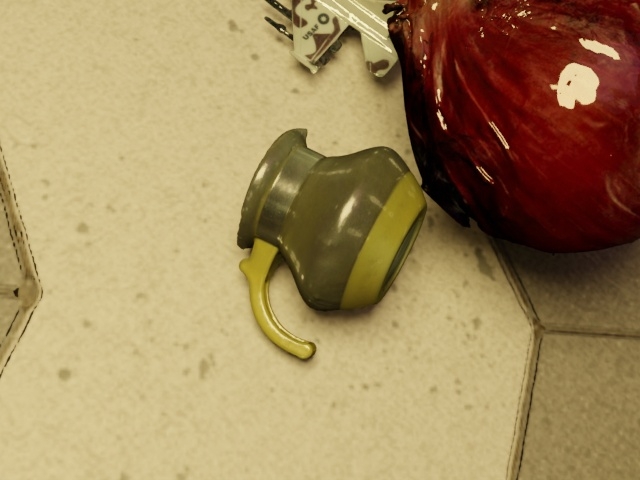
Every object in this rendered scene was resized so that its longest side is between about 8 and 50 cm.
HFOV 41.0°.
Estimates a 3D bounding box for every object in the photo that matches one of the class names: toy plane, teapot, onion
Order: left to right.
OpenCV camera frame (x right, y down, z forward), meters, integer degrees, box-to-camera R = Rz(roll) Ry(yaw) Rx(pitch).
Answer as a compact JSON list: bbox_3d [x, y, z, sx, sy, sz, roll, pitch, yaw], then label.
[{"bbox_3d":[0.000,-0.226,0.767,0.234,0.082,0.160,32,68,16],"label":"toy plane"},{"bbox_3d":[0.000,0.000,0.630,0.119,0.130,0.166,26,90,12],"label":"teapot"},{"bbox_3d":[0.182,-0.098,0.654,0.281,0.281,0.221,38,100,2],"label":"onion"}]
